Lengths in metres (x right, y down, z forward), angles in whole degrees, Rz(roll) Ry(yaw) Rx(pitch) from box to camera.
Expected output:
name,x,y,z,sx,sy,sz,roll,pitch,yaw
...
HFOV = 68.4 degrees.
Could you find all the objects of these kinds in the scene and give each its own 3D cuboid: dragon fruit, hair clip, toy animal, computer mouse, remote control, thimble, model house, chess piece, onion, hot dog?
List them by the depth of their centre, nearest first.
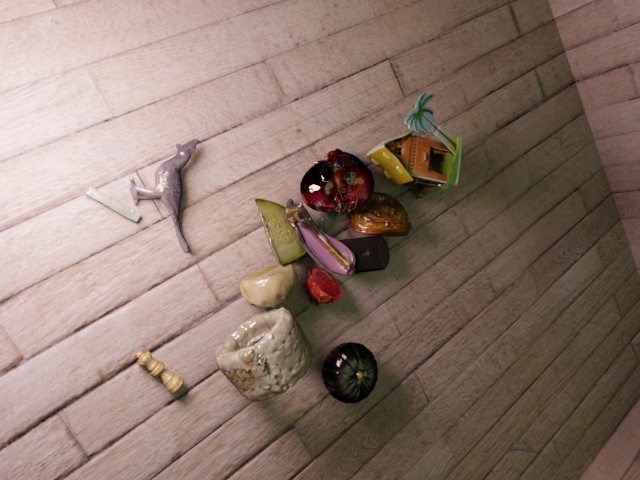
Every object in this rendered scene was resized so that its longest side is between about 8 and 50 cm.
name,x,y,z,sx,sy,sz,roll,pitch,yaw
chess piece,-0.508,0.405,1.471,0.172,0.060,0.060,46,68,-17
toy animal,-0.494,-0.151,1.478,0.205,0.081,0.368,4,90,-27
thimble,-0.176,0.368,1.518,0.291,0.291,0.195,-40,108,-24
hair clip,-0.001,0.002,1.678,0.359,0.095,0.110,50,25,-21
onion,0.053,-0.199,1.712,0.280,0.221,0.281,5,61,-8
dragon fruit,-0.012,0.183,1.734,0.153,0.153,0.111,33,114,-24
remote control,0.014,-0.066,1.791,0.050,0.027,0.184,39,67,-19
computer mouse,0.140,0.057,1.818,0.269,0.086,0.138,-5,86,-26
model house,0.343,-0.373,1.851,0.323,0.300,0.341,9,84,-19
hot dog,0.249,-0.092,1.855,0.271,0.122,0.196,4,48,-26

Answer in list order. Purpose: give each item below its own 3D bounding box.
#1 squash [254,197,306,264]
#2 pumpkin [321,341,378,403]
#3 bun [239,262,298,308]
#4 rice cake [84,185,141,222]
name,x,y,z,sx,sy,sz,roll,pitch,yaw
squash,-0.121,-0.043,1.645,0.154,0.204,0.237,-19,88,-8
pumpkin,0.110,0.490,1.751,0.220,0.161,0.221,3,82,-26
bun,-0.166,0.157,1.600,0.193,0.178,0.128,-29,102,-42
rice cake,-0.628,-0.108,1.431,0.170,0.029,0.033,33,70,-24
